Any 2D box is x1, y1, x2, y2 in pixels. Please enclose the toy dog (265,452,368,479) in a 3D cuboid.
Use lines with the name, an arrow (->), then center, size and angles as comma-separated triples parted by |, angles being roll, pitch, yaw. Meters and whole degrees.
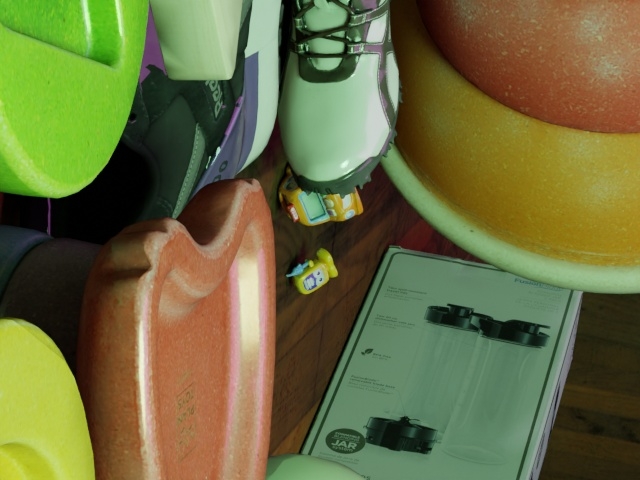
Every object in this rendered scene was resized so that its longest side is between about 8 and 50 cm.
toy dog -> -0.069, 0.332, 0.742 | 0.284, 0.395, 0.408 | 52, 26, -9

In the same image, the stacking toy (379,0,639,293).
stacking toy -> 0.186, -0.222, 1.144 | 0.480, 0.350, 0.350 | 83, 21, -57

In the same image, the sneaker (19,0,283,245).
sneaker -> -0.068, -0.098, 0.692 | 0.124, 0.107, 0.283 | -60, 157, -43

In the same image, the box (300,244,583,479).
box -> 0.095, 0.133, 1.474 | 0.290, 0.169, 0.087 | -66, 162, -50

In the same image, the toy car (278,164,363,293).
toy car -> 0.000, 0.000, 1.200 | 0.040, 0.060, 0.122 | -36, 139, -25

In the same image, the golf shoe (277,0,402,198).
golf shoe -> 0.005, -0.125, 1.101 | 0.094, 0.077, 0.198 | 45, 49, -63

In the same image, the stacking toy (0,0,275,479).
stacking toy -> -0.111, -0.003, 0.546 | 0.309, 0.130, 0.279 | -3, 93, -77
